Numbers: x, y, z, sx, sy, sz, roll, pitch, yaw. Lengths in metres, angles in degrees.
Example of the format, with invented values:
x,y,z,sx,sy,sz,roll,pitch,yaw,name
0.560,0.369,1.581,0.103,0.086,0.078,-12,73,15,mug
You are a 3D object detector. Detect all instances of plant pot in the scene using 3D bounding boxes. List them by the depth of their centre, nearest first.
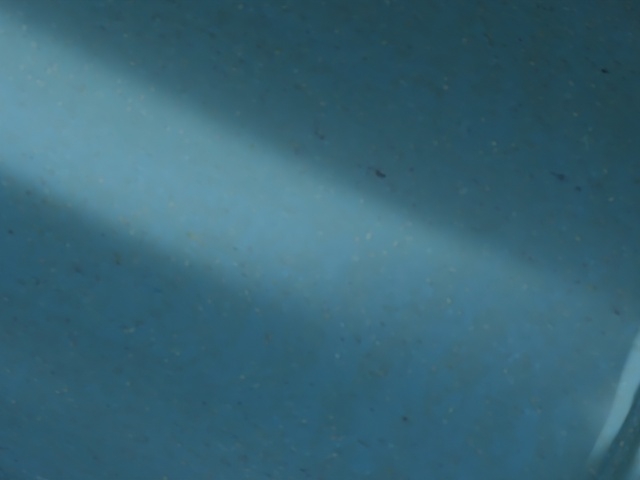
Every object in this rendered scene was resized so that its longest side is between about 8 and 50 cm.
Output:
x,y,z,sx,sy,sz,roll,pitch,yaw,name
0.000,0.000,0.651,0.334,0.341,0.341,24,88,-7,plant pot
